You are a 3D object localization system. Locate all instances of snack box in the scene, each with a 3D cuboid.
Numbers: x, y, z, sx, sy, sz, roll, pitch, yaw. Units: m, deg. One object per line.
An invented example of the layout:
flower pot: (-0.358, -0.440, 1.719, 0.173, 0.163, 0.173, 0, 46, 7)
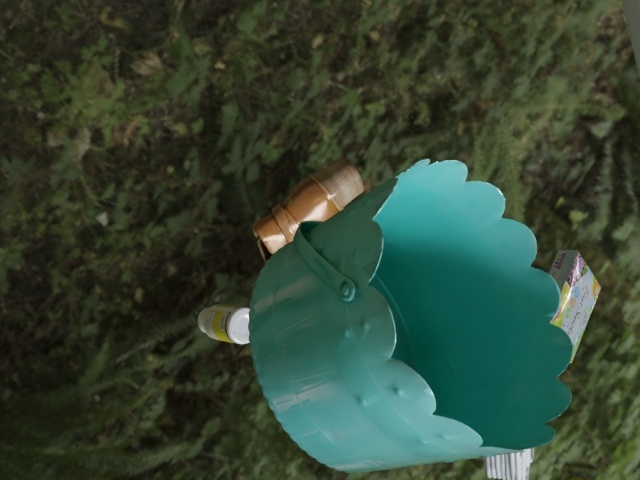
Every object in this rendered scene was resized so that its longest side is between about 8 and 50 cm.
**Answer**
snack box: (0.370, 0.099, 1.355, 0.100, 0.037, 0.141, 49, 60, -38)

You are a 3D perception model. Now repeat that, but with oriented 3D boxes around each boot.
boot: (0.000, 0.000, 1.679, 0.220, 0.109, 0.283, -37, 144, -11)

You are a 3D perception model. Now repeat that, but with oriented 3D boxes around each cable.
cable: (0.334, 0.299, 1.594, 0.257, 0.089, 0.257, 72, 24, -50)

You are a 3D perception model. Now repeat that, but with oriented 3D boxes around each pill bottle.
pill bottle: (-0.166, 0.145, 1.576, 0.065, 0.116, 0.065, -2, 93, -39)

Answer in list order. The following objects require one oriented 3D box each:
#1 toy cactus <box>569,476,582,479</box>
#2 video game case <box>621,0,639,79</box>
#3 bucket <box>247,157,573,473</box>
toy cactus: (0.278, 0.377, 1.189, 0.180, 0.112, 0.219, 8, 159, -35)
video game case: (0.524, -0.294, 1.200, 0.300, 0.329, 0.036, -10, 177, -30)
bucket: (0.081, 0.078, 0.828, 0.183, 0.281, 0.281, -24, 179, 39)
